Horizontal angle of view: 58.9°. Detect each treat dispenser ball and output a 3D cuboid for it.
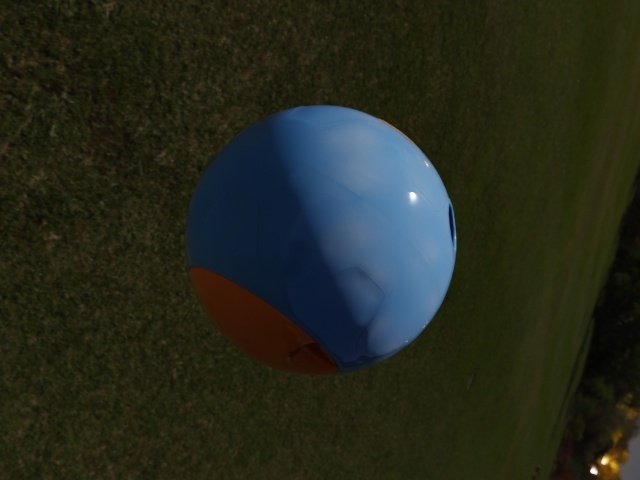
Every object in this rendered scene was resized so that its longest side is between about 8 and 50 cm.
[{"bbox_3d":[0.000,0.000,0.616,0.288,0.288,0.288,-41,141,-44],"label":"treat dispenser ball"}]
